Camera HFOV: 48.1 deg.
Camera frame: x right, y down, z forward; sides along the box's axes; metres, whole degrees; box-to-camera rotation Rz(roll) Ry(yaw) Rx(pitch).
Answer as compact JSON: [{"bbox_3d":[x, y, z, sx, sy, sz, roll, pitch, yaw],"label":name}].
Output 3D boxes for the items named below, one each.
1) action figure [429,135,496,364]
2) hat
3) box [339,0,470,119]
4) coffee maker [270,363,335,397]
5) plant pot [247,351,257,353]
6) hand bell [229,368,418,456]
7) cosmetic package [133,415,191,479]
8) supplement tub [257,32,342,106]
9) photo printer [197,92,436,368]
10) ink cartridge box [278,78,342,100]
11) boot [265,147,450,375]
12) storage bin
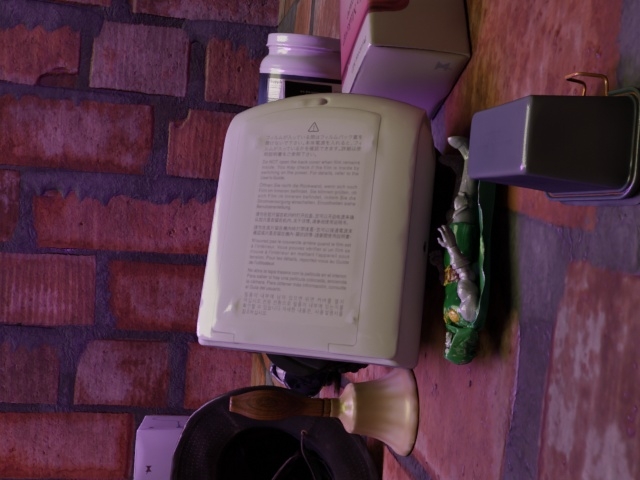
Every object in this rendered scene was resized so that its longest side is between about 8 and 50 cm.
[{"bbox_3d":[0.146,0.011,0.738,0.137,0.063,0.232,91,-178,-71],"label":"action figure"},{"bbox_3d":[-0.065,0.368,1.158,0.134,0.331,0.332,-38,-47,-79],"label":"hat"},{"bbox_3d":[0.100,-0.294,0.931,0.149,0.126,0.232,116,156,-64],"label":"box"},{"bbox_3d":[-0.031,0.229,1.477,0.178,0.120,0.171,152,122,-77],"label":"coffee maker"},{"bbox_3d":[-0.125,0.152,1.822,0.254,0.237,0.237,148,126,-60],"label":"plant pot"},{"bbox_3d":[-0.001,0.224,0.972,0.126,0.241,0.126,-175,90,-80],"label":"hand bell"},{"bbox_3d":[-0.152,0.390,1.363,0.284,0.377,0.098,149,124,-77],"label":"cosmetic package"},{"bbox_3d":[-0.037,-0.283,1.499,0.191,0.191,0.272,-129,43,-75],"label":"supplement tub"},{"bbox_3d":[-0.001,-0.019,0.822,0.107,0.256,0.308,35,-120,-67],"label":"photo printer"},{"bbox_3d":[-0.010,-0.156,1.348,0.371,0.175,0.069,113,157,-62],"label":"ink cartridge box"},{"bbox_3d":[0.067,0.035,0.988,0.348,0.131,0.260,-54,-20,6],"label":"boot"},{"bbox_3d":[0.174,-0.078,0.543,0.135,0.091,0.098,-164,78,-79],"label":"storage bin"}]
